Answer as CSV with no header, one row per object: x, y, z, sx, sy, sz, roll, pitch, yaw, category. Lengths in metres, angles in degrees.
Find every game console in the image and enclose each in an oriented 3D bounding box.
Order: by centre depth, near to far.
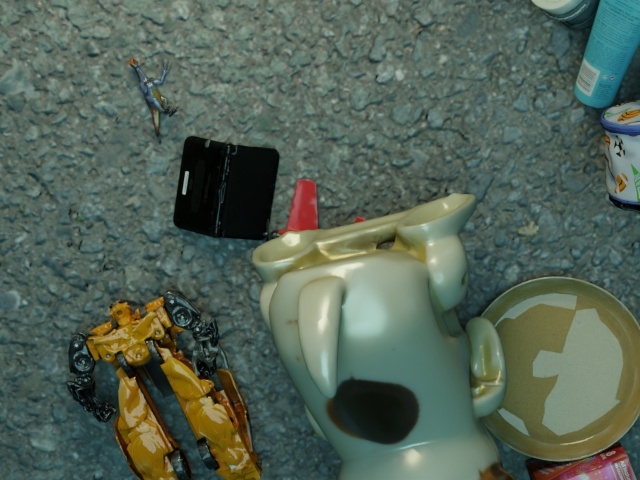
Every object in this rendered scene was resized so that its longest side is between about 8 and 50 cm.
-0.123,-0.068,1.859,0.107,0.071,0.122,14,100,29,game console

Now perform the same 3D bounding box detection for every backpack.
0.468,-0.123,1.725,0.263,0.276,0.213,-11,95,9,backpack

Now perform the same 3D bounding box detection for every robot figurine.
-0.201,0.205,1.870,0.211,0.085,0.291,-24,99,4,robot figurine

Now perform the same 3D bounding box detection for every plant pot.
0.305,0.165,1.856,0.236,0.032,0.236,-1,87,11,plant pot

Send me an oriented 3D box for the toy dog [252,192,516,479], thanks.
0.103,0.187,1.702,0.284,0.395,0.408,-16,101,7,toy dog

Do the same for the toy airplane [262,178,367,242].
0.000,0.000,1.860,0.151,0.028,0.151,0,102,1,toy airplane

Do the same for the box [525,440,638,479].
0.376,0.394,1.874,0.128,0.122,0.257,-22,99,4,box

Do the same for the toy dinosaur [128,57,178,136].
-0.221,-0.190,1.827,0.082,0.047,0.090,40,109,13,toy dinosaur

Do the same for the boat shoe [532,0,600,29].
0.376,-0.402,1.769,0.099,0.116,0.319,32,93,-48,boat shoe

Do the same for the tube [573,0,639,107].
0.360,-0.254,1.743,0.080,0.052,0.207,27,138,14,tube
